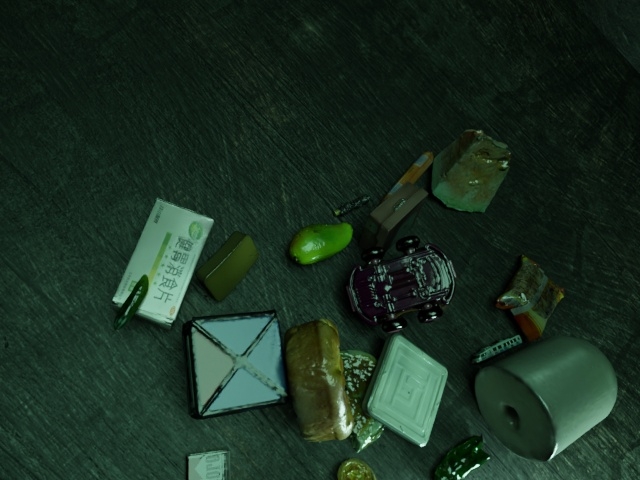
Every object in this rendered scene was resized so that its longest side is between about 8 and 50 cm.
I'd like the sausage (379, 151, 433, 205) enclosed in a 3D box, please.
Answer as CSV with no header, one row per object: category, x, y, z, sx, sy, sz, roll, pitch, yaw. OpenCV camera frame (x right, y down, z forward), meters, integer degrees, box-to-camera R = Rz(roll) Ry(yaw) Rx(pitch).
sausage,0.314,-0.215,1.793,0.053,0.053,0.347,43,65,-3

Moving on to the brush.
brush,-0.272,0.073,1.463,0.059,0.123,0.197,25,62,28

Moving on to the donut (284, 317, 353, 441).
donut,-0.005,0.367,1.310,0.150,0.299,0.316,-9,76,-3

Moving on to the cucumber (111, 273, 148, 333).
cucumber,-0.478,0.162,1.254,0.039,0.039,0.167,29,69,-9

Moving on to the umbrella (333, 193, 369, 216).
umbrella,0.107,-0.119,1.701,0.144,0.040,0.037,-28,93,-23

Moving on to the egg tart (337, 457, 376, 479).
egg tart,0.103,0.699,1.435,0.129,0.049,0.128,19,40,-16

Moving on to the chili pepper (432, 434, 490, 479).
chili pepper,0.445,0.695,1.556,0.225,0.061,0.098,-29,78,-23

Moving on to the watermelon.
watermelon,0.561,-0.267,1.820,0.265,0.301,0.151,14,36,-23

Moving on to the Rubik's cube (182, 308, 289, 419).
Rubik's cube,-0.238,0.331,1.329,0.249,0.250,0.246,-4,75,-18

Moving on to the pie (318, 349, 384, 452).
pie,0.086,0.474,1.495,0.303,0.067,0.302,6,72,-18

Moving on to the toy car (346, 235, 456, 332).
toy car,0.264,0.146,1.590,0.341,0.240,0.270,-15,77,6

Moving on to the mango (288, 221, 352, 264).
mango,0.000,0.000,1.588,0.233,0.111,0.125,-28,89,-25

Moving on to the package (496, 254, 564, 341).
package,0.771,0.204,1.796,0.223,0.108,0.288,44,62,-4

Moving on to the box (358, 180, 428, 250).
box,0.234,-0.062,1.631,0.086,0.215,0.215,41,64,17

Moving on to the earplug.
earplug,0.749,0.479,1.590,0.395,0.313,0.312,-17,80,-23

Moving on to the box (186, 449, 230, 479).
box,-0.299,0.660,1.321,0.115,0.036,0.177,1,74,-19

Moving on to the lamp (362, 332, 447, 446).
lamp,0.269,0.460,1.535,0.267,0.047,0.268,37,61,-22

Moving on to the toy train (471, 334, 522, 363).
toy train,0.606,0.378,1.718,0.208,0.043,0.047,-17,78,-23

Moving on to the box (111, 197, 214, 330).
box,-0.440,0.071,1.393,0.173,0.145,0.332,20,67,-10
